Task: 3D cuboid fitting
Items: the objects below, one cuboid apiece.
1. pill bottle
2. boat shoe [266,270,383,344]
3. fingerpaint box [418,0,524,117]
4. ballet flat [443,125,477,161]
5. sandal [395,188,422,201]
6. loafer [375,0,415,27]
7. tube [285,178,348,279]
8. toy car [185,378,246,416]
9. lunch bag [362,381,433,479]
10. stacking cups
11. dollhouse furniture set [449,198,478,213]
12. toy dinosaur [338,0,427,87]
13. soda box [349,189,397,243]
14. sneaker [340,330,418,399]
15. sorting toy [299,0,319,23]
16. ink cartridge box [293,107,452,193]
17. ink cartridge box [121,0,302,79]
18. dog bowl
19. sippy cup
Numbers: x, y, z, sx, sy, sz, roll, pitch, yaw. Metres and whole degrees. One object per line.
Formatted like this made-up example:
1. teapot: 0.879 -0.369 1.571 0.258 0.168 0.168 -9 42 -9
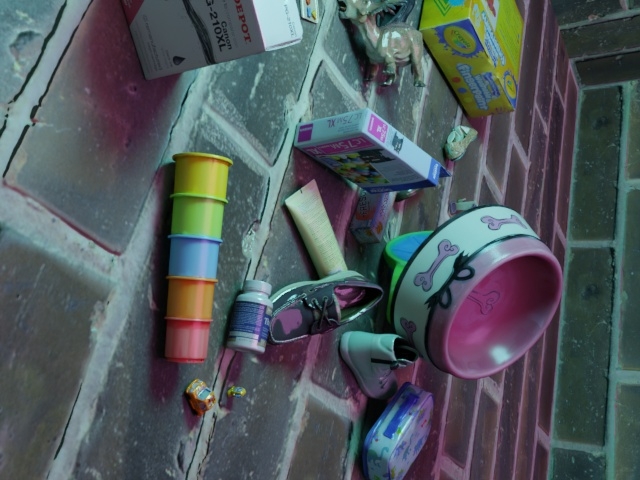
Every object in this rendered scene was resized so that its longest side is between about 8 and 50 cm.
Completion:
1. pill bottle: -0.119 0.132 1.139 0.067 0.067 0.120 33 61 -52
2. boat shoe: 0.005 0.127 1.263 0.285 0.092 0.103 -16 104 -40
3. fingerpaint box: 0.479 -0.662 2.033 0.445 0.163 0.371 39 55 -49
4. ballet flat: 0.433 -0.317 2.032 0.067 0.073 0.206 58 37 -16
5. sandal: 0.252 -0.165 1.744 0.219 0.090 0.060 -36 96 -44
6. loafer: 0.189 -0.592 1.656 0.078 0.076 0.223 52 50 -53
7. tube: 0.000 0.000 1.348 0.070 0.062 0.240 -92 162 -64
8. toy car: -0.167 0.246 1.082 0.122 0.040 0.060 -18 103 -56
9. lunch bag: 0.181 0.447 1.520 0.219 0.090 0.176 -48 146 -34
10. stacking cups: -0.190 0.028 1.018 0.096 0.096 0.316 7 83 -57
11. dollhouse furniture set: 0.461 -0.071 2.042 0.091 0.081 0.114 -18 104 -56
12. toy dinosaur: 0.179 -0.475 1.557 0.295 0.127 0.200 2 95 -48
13. soda box: 0.128 -0.080 1.547 0.063 0.058 0.183 54 45 -40
14. sneaker: 0.160 0.294 1.488 0.256 0.151 0.094 54 44 -43
15. sorting toy: -0.022 -0.504 1.380 0.062 0.012 0.083 -9 96 -57
16. ink cartridge box: 0.116 -0.168 1.370 0.311 0.185 0.065 24 71 -43
17. ink cartridge box: -0.163 -0.342 0.943 0.100 0.237 0.172 -38 119 -52
18. dog bowl: 0.365 0.133 1.469 0.408 0.150 0.408 -16 126 -23
19. sippy cup: 0.280 0.119 1.640 0.305 0.240 0.224 -10 113 -14
